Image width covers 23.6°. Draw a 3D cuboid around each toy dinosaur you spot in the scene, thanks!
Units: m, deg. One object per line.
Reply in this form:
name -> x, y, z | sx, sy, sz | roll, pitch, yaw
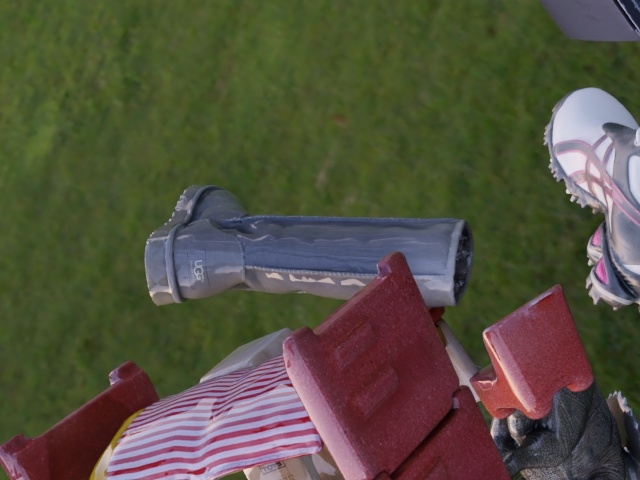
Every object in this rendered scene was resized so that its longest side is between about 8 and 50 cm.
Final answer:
toy dinosaur -> 0.176, 0.148, 1.169 | 0.121, 0.313, 0.160 | -8, 53, 44

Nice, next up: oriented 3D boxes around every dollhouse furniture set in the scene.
dollhouse furniture set -> 0.025, 0.083, 0.855 | 0.201, 0.374, 0.152 | -23, 96, 31

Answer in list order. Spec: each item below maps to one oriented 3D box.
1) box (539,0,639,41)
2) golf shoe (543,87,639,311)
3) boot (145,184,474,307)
box -> 0.315, -0.344, 1.671 | 0.108, 0.153, 0.207 | 10, 65, 44
golf shoe -> 0.270, -0.056, 1.289 | 0.273, 0.105, 0.120 | -99, 28, -47
boot -> 0.001, 0.002, 1.050 | 0.208, 0.076, 0.190 | -7, 18, 10
